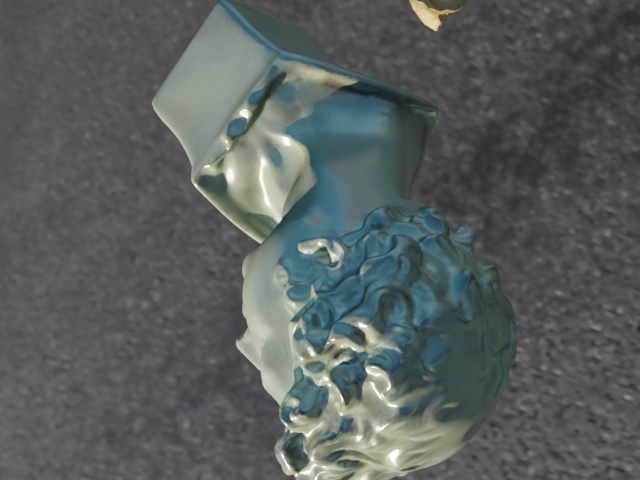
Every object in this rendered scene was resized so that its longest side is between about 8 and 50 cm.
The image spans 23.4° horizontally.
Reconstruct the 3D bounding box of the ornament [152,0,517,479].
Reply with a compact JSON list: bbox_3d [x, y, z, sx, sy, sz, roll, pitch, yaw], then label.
[{"bbox_3d":[0.011,-0.011,0.765,0.130,0.120,0.285,-45,43,30],"label":"ornament"}]

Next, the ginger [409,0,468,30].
[{"bbox_3d":[0.025,-0.229,0.917,0.294,0.086,0.131,-122,31,-42],"label":"ginger"}]
